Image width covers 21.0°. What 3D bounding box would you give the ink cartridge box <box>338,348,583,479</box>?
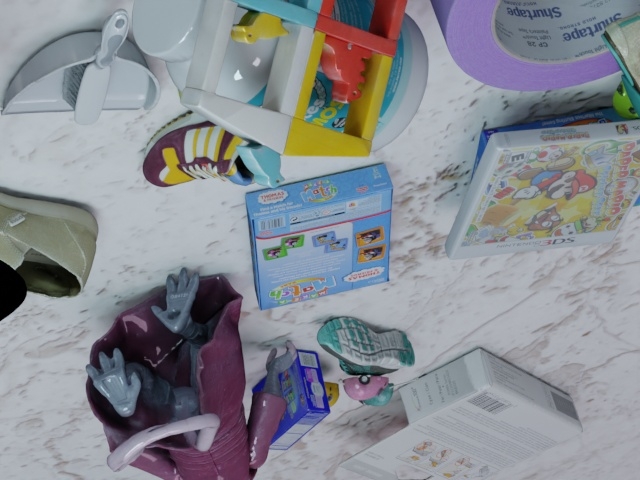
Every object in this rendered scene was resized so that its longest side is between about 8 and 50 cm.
[{"bbox_3d":[0.199,0.273,2.484,0.261,0.066,0.296,-30,147,22],"label":"ink cartridge box"}]

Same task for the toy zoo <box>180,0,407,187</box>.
[{"bbox_3d":[-0.011,-0.188,1.438,0.192,0.293,0.030,13,-179,-41],"label":"toy zoo"}]

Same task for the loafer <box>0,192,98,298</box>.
[{"bbox_3d":[-0.340,0.004,1.737,0.268,0.092,0.102,5,144,-33],"label":"loafer"}]

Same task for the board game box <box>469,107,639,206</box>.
[{"bbox_3d":[0.276,-0.080,1.951,0.210,0.047,0.160,-12,150,-9],"label":"board game box"}]

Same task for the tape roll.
[{"bbox_3d":[0.236,-0.256,1.597,0.274,0.090,0.275,-13,151,-7],"label":"tape roll"}]

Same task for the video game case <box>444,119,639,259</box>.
[{"bbox_3d":[0.260,-0.054,1.908,0.206,0.026,0.227,-6,149,-15],"label":"video game case"}]

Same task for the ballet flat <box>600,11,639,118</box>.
[{"bbox_3d":[0.314,-0.162,1.652,0.052,0.057,0.168,-32,149,6],"label":"ballet flat"}]

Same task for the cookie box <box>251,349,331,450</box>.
[{"bbox_3d":[-0.039,0.207,2.230,0.040,0.092,0.107,12,141,-35],"label":"cookie box"}]

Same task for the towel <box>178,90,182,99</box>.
[{"bbox_3d":[-0.110,-0.165,1.652,0.060,0.009,0.083,-12,150,-9],"label":"towel"}]

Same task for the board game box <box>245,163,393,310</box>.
[{"bbox_3d":[0.000,0.000,1.955,0.160,0.039,0.211,-13,149,-7],"label":"board game box"}]

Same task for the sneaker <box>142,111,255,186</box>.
[{"bbox_3d":[-0.104,-0.084,1.710,0.185,0.084,0.069,-31,149,33],"label":"sneaker"}]

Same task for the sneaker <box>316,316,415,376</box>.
[{"bbox_3d":[0.046,0.147,2.204,0.076,0.065,0.166,-32,146,32],"label":"sneaker"}]

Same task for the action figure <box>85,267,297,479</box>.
[{"bbox_3d":[-0.126,0.215,2.045,0.248,0.276,0.370,-22,136,-2],"label":"action figure"}]

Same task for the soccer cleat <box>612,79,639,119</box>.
[{"bbox_3d":[0.388,-0.184,1.827,0.179,0.060,0.072,-39,156,33],"label":"soccer cleat"}]

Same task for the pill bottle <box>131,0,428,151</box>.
[{"bbox_3d":[-0.038,-0.173,1.539,0.264,0.146,0.146,15,137,-42],"label":"pill bottle"}]

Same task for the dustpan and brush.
[{"bbox_3d":[-0.204,-0.158,1.566,0.147,0.060,0.211,-4,148,-21],"label":"dustpan and brush"}]

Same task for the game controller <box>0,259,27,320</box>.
[{"bbox_3d":[-0.385,0.092,1.342,0.319,0.067,0.166,-29,150,12],"label":"game controller"}]

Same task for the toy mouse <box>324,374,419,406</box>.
[{"bbox_3d":[0.058,0.198,2.249,0.143,0.031,0.161,-3,167,-1],"label":"toy mouse"}]
